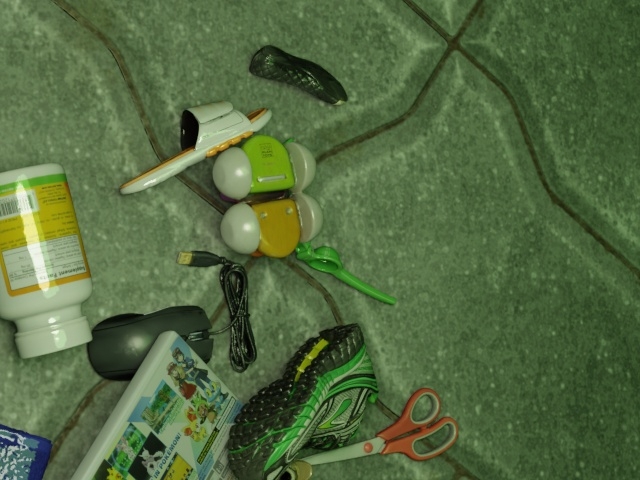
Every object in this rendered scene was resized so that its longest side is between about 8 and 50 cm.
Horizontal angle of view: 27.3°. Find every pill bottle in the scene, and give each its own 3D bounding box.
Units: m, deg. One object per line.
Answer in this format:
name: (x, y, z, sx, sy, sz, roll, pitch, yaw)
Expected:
pill bottle: (-0.385, 0.029, 1.781, 0.136, 0.136, 0.246, -14, 91, -28)

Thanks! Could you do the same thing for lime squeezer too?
lime squeezer: (0.000, 0.000, 2.044, 0.310, 0.059, 0.110, 56, 34, -9)

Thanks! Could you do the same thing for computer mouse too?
computer mouse: (-0.206, 0.106, 1.909, 0.262, 0.060, 0.184, -1, 85, -28)

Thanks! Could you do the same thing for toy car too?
toy car: (-0.092, -0.062, 1.947, 0.159, 0.136, 0.182, -10, 93, -34)

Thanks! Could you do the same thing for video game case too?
video game case: (-0.196, 0.344, 1.822, 0.300, 0.036, 0.329, 51, 50, -28)

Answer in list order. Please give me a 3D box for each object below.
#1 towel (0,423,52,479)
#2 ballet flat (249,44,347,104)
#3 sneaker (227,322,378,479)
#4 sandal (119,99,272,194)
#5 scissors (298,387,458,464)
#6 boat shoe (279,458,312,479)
towel: (-0.503, 0.376, 1.721, 0.227, 0.076, 0.308, 20, 76, -17)
ballet flat: (-0.032, -0.254, 2.060, 0.173, 0.049, 0.057, 24, 39, -27)
sneaker: (-0.006, 0.257, 1.912, 0.343, 0.134, 0.146, -42, 109, -48)
sandal: (-0.187, -0.153, 1.926, 0.265, 0.102, 0.076, -31, 101, -25)
scissors: (0.092, 0.328, 2.061, 0.297, 0.021, 0.109, -25, 98, -29)
boat shoe: (-0.054, 0.344, 1.913, 0.135, 0.045, 0.050, -5, 86, -48)
